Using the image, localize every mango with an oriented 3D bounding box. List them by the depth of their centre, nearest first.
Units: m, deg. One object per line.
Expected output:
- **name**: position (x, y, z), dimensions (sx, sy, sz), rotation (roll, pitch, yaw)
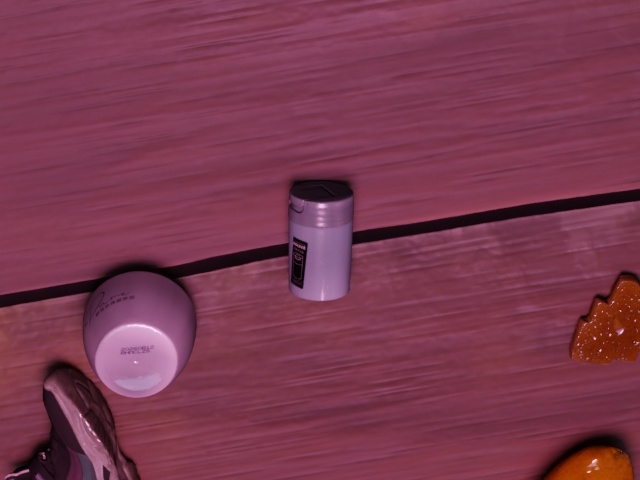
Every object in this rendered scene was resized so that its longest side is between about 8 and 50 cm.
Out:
- **mango**: position (0.211, 0.247, 1.450), dimensions (0.105, 0.084, 0.159), rotation (4, 93, -22)

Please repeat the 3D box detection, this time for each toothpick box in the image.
- **toothpick box**: position (0.000, 0.000, 1.359), dimensions (0.052, 0.052, 0.083), rotation (0, 112, -3)

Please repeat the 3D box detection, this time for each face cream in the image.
- **face cream**: position (-0.143, 0.075, 1.355), dimensions (0.091, 0.095, 0.091), rotation (-1, 112, -3)

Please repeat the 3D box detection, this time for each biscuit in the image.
- **biscuit**: position (0.247, 0.073, 1.421), dimensions (0.092, 0.016, 0.082), rotation (-33, 114, 10)

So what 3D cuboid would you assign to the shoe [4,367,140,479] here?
- **shoe**: position (-0.209, 0.188, 1.411), dimensions (0.099, 0.071, 0.169), rotation (-18, 114, 6)
